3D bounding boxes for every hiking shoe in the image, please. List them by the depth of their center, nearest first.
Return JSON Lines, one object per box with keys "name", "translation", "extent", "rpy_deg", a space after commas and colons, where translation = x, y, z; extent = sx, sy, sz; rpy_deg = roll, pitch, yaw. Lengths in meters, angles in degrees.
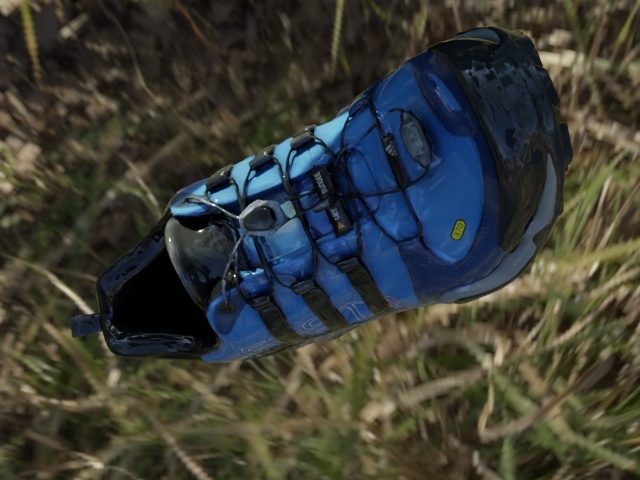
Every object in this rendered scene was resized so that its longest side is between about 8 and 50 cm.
{"name": "hiking shoe", "translation": [0.000, 0.000, 0.926], "extent": [0.132, 0.304, 0.113], "rpy_deg": [-16, 77, -34]}
